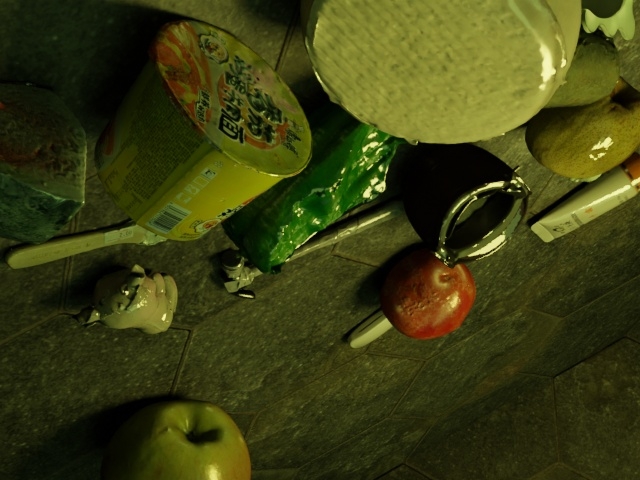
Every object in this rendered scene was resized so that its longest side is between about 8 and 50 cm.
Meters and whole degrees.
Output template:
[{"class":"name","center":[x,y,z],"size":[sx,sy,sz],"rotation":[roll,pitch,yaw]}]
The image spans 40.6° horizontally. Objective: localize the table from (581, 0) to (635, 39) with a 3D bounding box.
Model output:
[{"class":"table","center":[0.477,-0.420,1.431],"size":[0.198,0.167,0.166],"rotation":[-7,143,-47]}]

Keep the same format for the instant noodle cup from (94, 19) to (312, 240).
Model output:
[{"class":"instant noodle cup","center":[-0.168,-0.136,1.183],"size":[0.264,0.264,0.200],"rotation":[7,141,-47]}]

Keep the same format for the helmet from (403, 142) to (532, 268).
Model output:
[{"class":"helmet","center":[0.275,-0.081,1.719],"size":[0.225,0.177,0.305],"rotation":[-45,154,6]}]

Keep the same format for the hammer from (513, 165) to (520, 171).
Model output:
[{"class":"hammer","center":[0.400,-0.128,1.925],"size":[0.110,0.019,0.035],"rotation":[-43,149,9]}]

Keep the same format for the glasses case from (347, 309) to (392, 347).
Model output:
[{"class":"glasses case","center":[0.139,0.214,2.164],"size":[0.164,0.041,0.063],"rotation":[-38,148,12]}]

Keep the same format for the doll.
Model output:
[{"class":"doll","center":[-0.334,0.114,1.540],"size":[0.149,0.095,0.192],"rotation":[-36,152,13]}]

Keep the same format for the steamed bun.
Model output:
[{"class":"steamed bun","center":[0.161,-0.317,1.162],"size":[0.374,0.242,0.374],"rotation":[10,151,6]}]

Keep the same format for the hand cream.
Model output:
[{"class":"hand cream","center":[0.669,-0.101,2.149],"size":[0.314,0.089,0.139],"rotation":[-35,148,21]}]

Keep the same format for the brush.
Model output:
[{"class":"brush","center":[-0.347,-0.004,1.425],"size":[0.336,0.020,0.085],"rotation":[-15,146,-26]}]

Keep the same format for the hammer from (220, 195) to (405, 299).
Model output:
[{"class":"hammer","center":[0.000,-0.001,1.723],"size":[0.426,0.044,0.152],"rotation":[-24,150,-13]}]

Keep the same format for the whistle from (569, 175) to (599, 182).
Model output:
[{"class":"whistle","center":[0.646,-0.224,1.950],"size":[0.114,0.077,0.236],"rotation":[-3,135,-54]}]

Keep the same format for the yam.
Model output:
[{"class":"yam","center":[0.383,-0.305,1.506],"size":[0.267,0.161,0.161],"rotation":[-6,142,-35]}]

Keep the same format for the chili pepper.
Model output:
[{"class":"chili pepper","center":[-0.010,-0.114,1.439],"size":[0.385,0.167,0.213],"rotation":[-42,166,-4]}]

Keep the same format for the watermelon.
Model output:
[{"class":"watermelon","center":[-0.382,-0.119,1.064],"size":[0.214,0.289,0.320],"rotation":[-52,144,-26]}]

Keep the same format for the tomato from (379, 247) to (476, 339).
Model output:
[{"class":"tomato","center":[0.253,0.132,2.002],"size":[0.231,0.189,0.232],"rotation":[-22,151,-13]}]

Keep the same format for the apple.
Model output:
[{"class":"apple","center":[-0.316,0.506,1.931],"size":[0.338,0.338,0.305],"rotation":[-11,125,-31]}]

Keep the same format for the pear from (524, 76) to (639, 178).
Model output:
[{"class":"pear","center":[0.530,-0.231,1.712],"size":[0.228,0.188,0.211],"rotation":[-3,143,-36]}]
